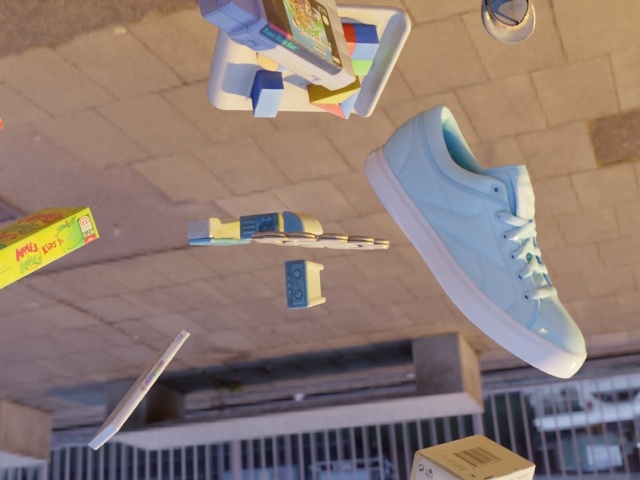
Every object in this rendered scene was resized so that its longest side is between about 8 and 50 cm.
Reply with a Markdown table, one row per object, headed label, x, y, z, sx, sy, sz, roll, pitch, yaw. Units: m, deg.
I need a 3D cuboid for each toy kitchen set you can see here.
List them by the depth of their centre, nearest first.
| label | x | y | z | sx | sy | sz | roll | pitch | yaw |
| --- | --- | --- | --- | --- | --- | --- | --- | --- | --- |
| toy kitchen set | -0.111 | 0.038 | 1.619 | 0.207 | 0.166 | 0.122 | -6 | 176 | 32 |

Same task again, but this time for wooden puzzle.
| label | x | y | z | sx | sy | sz | roll | pitch | yaw |
| --- | --- | --- | --- | --- | --- | --- | --- | --- | --- |
| wooden puzzle | -0.031 | -0.332 | 1.814 | 0.347 | 0.081 | 0.322 | 3 | 152 | -13 |

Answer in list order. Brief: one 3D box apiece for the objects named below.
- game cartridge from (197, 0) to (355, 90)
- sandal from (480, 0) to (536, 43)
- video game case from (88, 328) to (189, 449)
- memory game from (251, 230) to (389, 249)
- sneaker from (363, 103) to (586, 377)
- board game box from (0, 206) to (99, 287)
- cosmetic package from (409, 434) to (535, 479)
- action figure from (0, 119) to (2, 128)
| label | x | y | z | sx | sy | sz | roll | pitch | yaw |
| --- | --- | --- | --- | --- | --- | --- | --- | --- | --- |
| game cartridge | -0.064 | -0.345 | 1.252 | 0.068 | 0.230 | 0.355 | -24 | 165 | 22 |
| sandal | 0.299 | -0.370 | 1.461 | 0.089 | 0.060 | 0.219 | -13 | 154 | 4 |
| video game case | -0.179 | 0.147 | 0.924 | 0.011 | 0.122 | 0.087 | 39 | 144 | -6 |
| memory game | 0.000 | 0.000 | 1.237 | 0.186 | 0.012 | 0.186 | 4 | 176 | 0 |
| sneaker | 0.205 | -0.010 | 1.106 | 0.150 | 0.366 | 0.135 | -47 | 164 | 27 |
| board game box | -0.370 | 0.012 | 1.133 | 0.092 | 0.043 | 0.181 | 0 | -156 | 40 |
| cosmetic package | 0.199 | 0.460 | 1.385 | 0.160 | 0.310 | 0.113 | 0 | -163 | -42 |
| action figure | -0.375 | -0.248 | 0.884 | 0.091 | 0.281 | 0.139 | 7 | -171 | 36 |
